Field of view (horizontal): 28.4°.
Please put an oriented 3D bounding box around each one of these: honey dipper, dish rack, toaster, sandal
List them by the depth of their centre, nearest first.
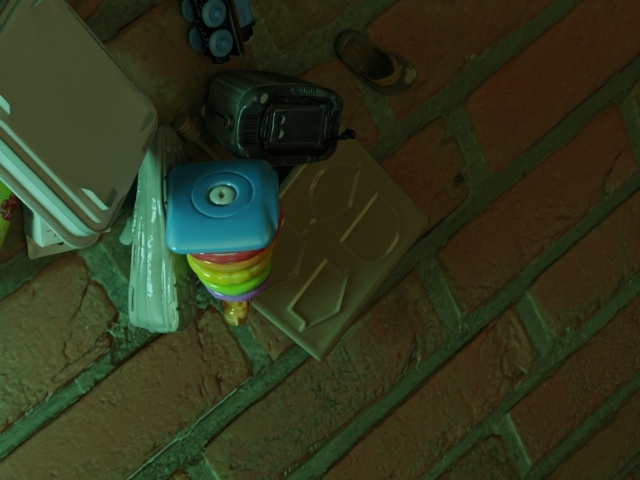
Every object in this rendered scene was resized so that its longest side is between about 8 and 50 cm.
[{"bbox_3d":[-0.349,-0.184,1.707,0.333,0.072,0.285,51,42,-35],"label":"dish rack"},{"bbox_3d":[-0.071,-0.194,1.962,0.227,0.146,0.129,-5,113,-35],"label":"toaster"},{"bbox_3d":[-0.173,-0.140,1.988,0.030,0.030,0.161,-52,132,-7],"label":"honey dipper"},{"bbox_3d":[0.098,-0.292,2.110,0.180,0.049,0.072,28,92,-41],"label":"sandal"}]

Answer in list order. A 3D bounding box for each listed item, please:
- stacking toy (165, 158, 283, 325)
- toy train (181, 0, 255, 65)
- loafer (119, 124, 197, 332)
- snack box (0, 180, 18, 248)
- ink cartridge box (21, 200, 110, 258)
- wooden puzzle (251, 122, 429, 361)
[{"bbox_3d":[-0.133,0.032,1.909,0.166,0.175,0.302,-3,139,0],"label":"stacking toy"},{"bbox_3d":[-0.150,-0.355,1.882,0.105,0.080,0.184,-33,126,-28],"label":"toy train"},{"bbox_3d":[-0.257,-0.016,1.927,0.112,0.111,0.319,-12,102,-69],"label":"loafer"},{"bbox_3d":[-0.529,-0.020,1.749,0.174,0.070,0.207,15,99,-40],"label":"snack box"},{"bbox_3d":[-0.372,-0.065,1.846,0.115,0.067,0.198,-15,117,-32],"label":"ink cartridge box"},{"bbox_3d":[0.000,0.000,2.152,0.322,0.080,0.348,-52,135,-6],"label":"wooden puzzle"}]
